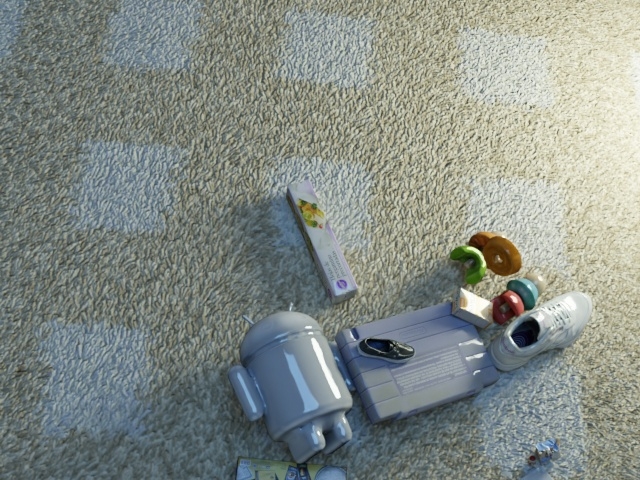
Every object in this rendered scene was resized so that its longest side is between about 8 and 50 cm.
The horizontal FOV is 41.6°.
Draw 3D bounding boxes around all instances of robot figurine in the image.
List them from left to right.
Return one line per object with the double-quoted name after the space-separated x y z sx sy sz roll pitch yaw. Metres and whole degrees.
-0.057 0.307 1.876 0.300 0.200 0.353 -7 63 -36 "robot figurine"

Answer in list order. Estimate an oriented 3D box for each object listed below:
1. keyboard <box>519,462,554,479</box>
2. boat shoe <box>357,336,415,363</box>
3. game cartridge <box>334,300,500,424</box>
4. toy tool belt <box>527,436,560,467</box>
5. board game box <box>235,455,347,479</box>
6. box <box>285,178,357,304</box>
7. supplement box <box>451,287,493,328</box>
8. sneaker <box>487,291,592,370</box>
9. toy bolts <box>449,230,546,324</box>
0.429 0.609 1.894 0.256 0.014 0.072 -36 78 -20 "keyboard"
0.152 0.243 1.884 0.142 0.040 0.049 8 57 -20 "boat shoe"
0.228 0.279 1.957 0.355 0.068 0.230 -11 69 -29 "game cartridge"
0.514 0.481 1.937 0.083 0.051 0.052 -17 37 -14 "toy tool belt"
-0.068 0.566 1.829 0.243 0.042 0.165 8 60 -6 "board game box"
0.000 0.000 2.103 0.063 0.067 0.324 -18 69 -13 "box"
0.367 0.164 2.033 0.098 0.036 0.062 25 48 -16 "supplement box"
0.546 0.208 2.017 0.305 0.152 0.114 -29 69 -20 "sneaker"
0.471 0.067 2.064 0.158 0.218 0.228 -32 90 -31 "toy bolts"
